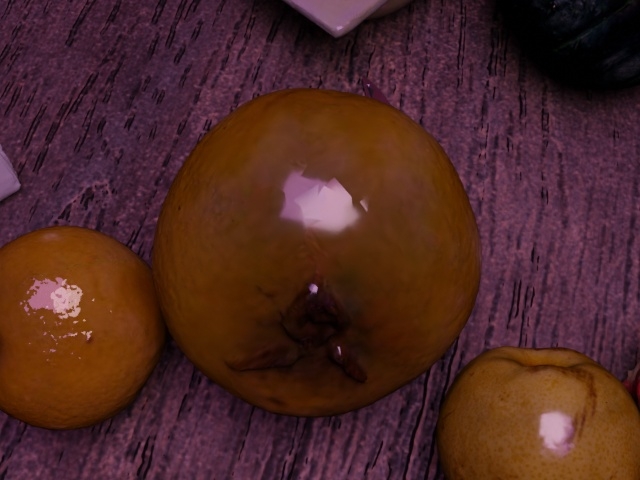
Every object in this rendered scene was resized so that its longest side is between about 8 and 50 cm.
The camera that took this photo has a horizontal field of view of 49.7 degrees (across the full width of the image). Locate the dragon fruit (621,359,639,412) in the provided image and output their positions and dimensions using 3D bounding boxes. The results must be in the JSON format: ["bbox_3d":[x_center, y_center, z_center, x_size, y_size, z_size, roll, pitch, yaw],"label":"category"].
[{"bbox_3d":[0.394,0.208,0.729,0.126,0.161,0.274,-26,84,6],"label":"dragon fruit"}]

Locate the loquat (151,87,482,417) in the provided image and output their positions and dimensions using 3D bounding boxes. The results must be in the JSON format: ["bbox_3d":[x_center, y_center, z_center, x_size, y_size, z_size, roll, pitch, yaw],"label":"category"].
[{"bbox_3d":[0.000,0.000,0.718,0.328,0.329,0.359,0,28,-1],"label":"loquat"}]

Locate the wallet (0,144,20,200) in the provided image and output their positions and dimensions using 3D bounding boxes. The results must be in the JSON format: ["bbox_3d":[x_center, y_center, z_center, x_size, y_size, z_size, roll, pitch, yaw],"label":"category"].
[{"bbox_3d":[-0.459,-0.052,0.829,0.190,0.095,0.033,-37,46,-13],"label":"wallet"}]

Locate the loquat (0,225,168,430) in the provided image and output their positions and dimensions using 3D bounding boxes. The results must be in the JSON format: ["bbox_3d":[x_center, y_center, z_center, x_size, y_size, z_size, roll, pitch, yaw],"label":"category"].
[{"bbox_3d":[-0.264,0.088,0.716,0.208,0.208,0.208,0,68,-1],"label":"loquat"}]

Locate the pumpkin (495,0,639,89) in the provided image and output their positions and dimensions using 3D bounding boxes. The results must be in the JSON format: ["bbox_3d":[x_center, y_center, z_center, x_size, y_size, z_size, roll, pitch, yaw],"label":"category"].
[{"bbox_3d":[0.368,-0.343,0.859,0.315,0.238,0.315,6,78,-29],"label":"pumpkin"}]

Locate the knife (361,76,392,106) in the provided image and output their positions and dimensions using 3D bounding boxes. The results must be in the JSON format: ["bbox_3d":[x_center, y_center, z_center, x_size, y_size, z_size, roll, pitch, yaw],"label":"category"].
[{"bbox_3d":[0.107,-0.120,0.906,0.035,0.018,0.247,-19,69,-6],"label":"knife"}]

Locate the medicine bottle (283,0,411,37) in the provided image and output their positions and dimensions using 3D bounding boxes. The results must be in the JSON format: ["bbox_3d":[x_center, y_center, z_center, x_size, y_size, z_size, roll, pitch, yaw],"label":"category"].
[{"bbox_3d":[0.084,-0.438,0.914,0.235,0.236,0.406,43,72,14],"label":"medicine bottle"}]

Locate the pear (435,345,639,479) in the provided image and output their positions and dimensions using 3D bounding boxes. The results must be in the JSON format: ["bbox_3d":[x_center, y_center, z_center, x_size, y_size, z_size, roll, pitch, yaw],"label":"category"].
[{"bbox_3d":[0.218,0.210,0.685,0.208,0.209,0.209,0,68,-1],"label":"pear"}]
